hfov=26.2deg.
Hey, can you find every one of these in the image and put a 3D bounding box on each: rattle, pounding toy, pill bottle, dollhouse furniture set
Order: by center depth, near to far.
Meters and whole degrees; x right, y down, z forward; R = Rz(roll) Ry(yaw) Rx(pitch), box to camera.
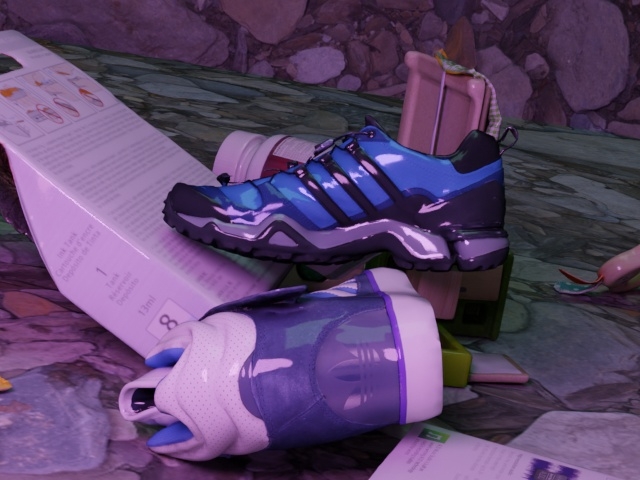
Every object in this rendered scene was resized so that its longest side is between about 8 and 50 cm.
[{"bbox_3d":[0.157,-0.027,1.355,0.151,0.301,0.197,5,15,-17],"label":"dollhouse furniture set"},{"bbox_3d":[0.000,0.000,1.553,0.130,0.100,0.141,6,14,-14],"label":"pounding toy"},{"bbox_3d":[0.405,0.070,1.715,0.199,0.143,0.130,-18,-5,-33],"label":"rattle"},{"bbox_3d":[-0.021,-0.069,1.772,0.221,0.121,0.121,16,15,23],"label":"pill bottle"}]

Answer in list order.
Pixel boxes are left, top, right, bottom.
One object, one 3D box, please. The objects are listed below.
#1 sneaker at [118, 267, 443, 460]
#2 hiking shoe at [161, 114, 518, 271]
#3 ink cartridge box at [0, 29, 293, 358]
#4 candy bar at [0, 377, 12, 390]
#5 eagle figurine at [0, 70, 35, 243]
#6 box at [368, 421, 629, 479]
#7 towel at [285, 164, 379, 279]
[{"bbox_3d":[-0.041,0.097,1.090,0.236,0.130,0.323,-6,0,-5],"label":"sneaker"},{"bbox_3d":[0.016,-0.043,1.203,0.304,0.132,0.113,4,-3,-2],"label":"hiking shoe"},{"bbox_3d":[-0.213,-0.045,1.299,0.385,0.091,0.308,36,16,0],"label":"ink cartridge box"},{"bbox_3d":[-0.314,0.092,1.134,0.161,0.018,0.040,22,14,41],"label":"candy bar"},{"bbox_3d":[-0.340,-0.071,1.432,0.298,0.226,0.225,7,-7,9],"label":"eagle figurine"},{"bbox_3d":[0.180,0.219,0.910,0.322,0.058,0.232,13,14,16],"label":"box"},{"bbox_3d":[-0.005,-0.012,1.307,0.152,0.113,0.023,26,45,-36],"label":"towel"}]
